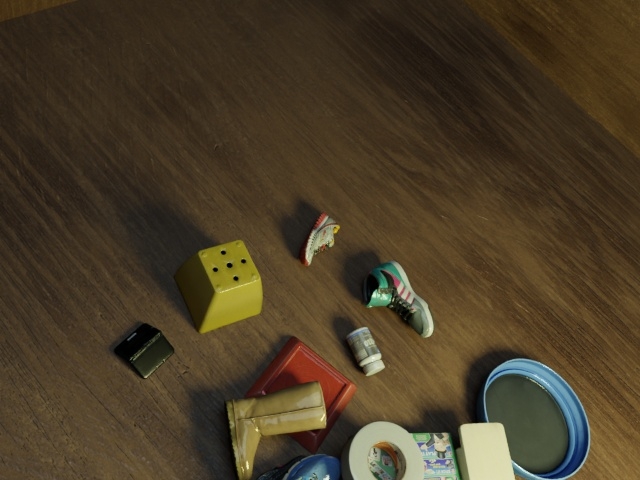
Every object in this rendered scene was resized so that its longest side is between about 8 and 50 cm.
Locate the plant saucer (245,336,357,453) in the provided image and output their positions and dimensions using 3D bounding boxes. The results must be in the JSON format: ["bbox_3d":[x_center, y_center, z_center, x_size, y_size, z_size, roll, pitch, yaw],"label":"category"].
[{"bbox_3d":[-0.046,0.439,1.790,0.258,0.048,0.259,38,54,5],"label":"plant saucer"}]

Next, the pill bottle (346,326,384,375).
[{"bbox_3d":[0.142,0.347,1.904,0.078,0.078,0.137,-14,65,-29],"label":"pill bottle"}]

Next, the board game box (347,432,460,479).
[{"bbox_3d":[0.242,0.653,1.711,0.317,0.046,0.214,6,57,-19],"label":"board game box"}]

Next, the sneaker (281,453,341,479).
[{"bbox_3d":[-0.053,0.668,1.551,0.330,0.147,0.130,-29,95,-39],"label":"sneaker"}]

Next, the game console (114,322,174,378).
[{"bbox_3d":[-0.495,0.309,1.714,0.107,0.071,0.122,20,46,29],"label":"game console"}]

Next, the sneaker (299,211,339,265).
[{"bbox_3d":[0.000,0.000,2.066,0.092,0.088,0.225,31,53,-2],"label":"sneaker"}]

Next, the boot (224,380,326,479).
[{"bbox_3d":[-0.112,0.515,1.649,0.269,0.089,0.236,-6,71,-15],"label":"boot"}]

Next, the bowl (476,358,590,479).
[{"bbox_3d":[0.681,0.580,1.973,0.390,0.077,0.391,11,55,-16],"label":"bowl"}]

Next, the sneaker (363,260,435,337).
[{"bbox_3d":[0.238,0.203,2.004,0.178,0.124,0.296,-11,56,-33],"label":"sneaker"}]

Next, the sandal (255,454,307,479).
[{"bbox_3d":[-0.106,0.636,1.643,0.179,0.040,0.067,-14,85,-40],"label":"sandal"}]

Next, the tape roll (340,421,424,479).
[{"bbox_3d":[0.166,0.605,1.638,0.219,0.072,0.219,11,54,-16],"label":"tape roll"}]

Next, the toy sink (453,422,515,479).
[{"bbox_3d":[0.462,0.670,1.793,0.152,0.131,0.234,3,63,-20],"label":"toy sink"}]

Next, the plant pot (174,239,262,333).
[{"bbox_3d":[-0.288,0.118,1.811,0.212,0.187,0.212,-16,66,-30],"label":"plant pot"}]
